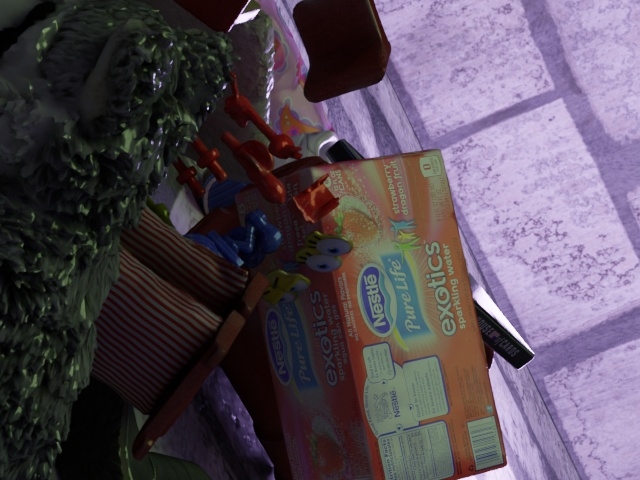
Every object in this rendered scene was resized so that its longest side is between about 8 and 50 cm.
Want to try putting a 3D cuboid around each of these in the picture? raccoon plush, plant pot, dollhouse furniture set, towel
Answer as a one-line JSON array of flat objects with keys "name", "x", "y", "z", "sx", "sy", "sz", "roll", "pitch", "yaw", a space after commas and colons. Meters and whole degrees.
[{"name": "raccoon plush", "x": -0.145, "y": 0.055, "z": 1.119, "sx": 0.216, "sy": 0.299, "sz": 0.446, "roll": -78, "pitch": 144, "yaw": -69}, {"name": "plant pot", "x": -0.006, "y": 0.075, "z": 1.809, "sx": 0.265, "sy": 0.272, "sz": 0.272, "roll": 55, "pitch": 16, "yaw": -16}, {"name": "dollhouse furniture set", "x": -0.091, "y": -0.058, "z": 1.261, "sx": 0.201, "sy": 0.374, "sz": 0.152, "roll": 36, "pitch": 23, "yaw": -2}, {"name": "towel", "x": -0.159, "y": -0.175, "z": 1.560, "sx": 0.049, "sy": 0.282, "sz": 0.187, "roll": -46, "pitch": 153, "yaw": -35}]

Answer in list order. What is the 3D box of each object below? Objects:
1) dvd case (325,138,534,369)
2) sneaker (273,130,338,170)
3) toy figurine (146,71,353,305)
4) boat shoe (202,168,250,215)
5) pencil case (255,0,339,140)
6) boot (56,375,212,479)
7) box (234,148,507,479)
[{"name": "dvd case", "x": 0.111, "y": 0.014, "z": 1.771, "sx": 0.239, "sy": 0.029, "sz": 0.179, "roll": 54, "pitch": 9, "yaw": 34}, {"name": "sneaker", "x": 0.000, "y": 0.000, "z": 2.159, "sx": 0.114, "sy": 0.152, "sz": 0.305, "roll": 42, "pitch": 29, "yaw": -67}, {"name": "toy figurine", "x": -0.157, "y": 0.033, "z": 1.521, "sx": 0.191, "sy": 0.217, "sz": 0.362, "roll": 53, "pitch": -31, "yaw": 1}, {"name": "boat shoe", "x": -0.105, "y": -0.058, "z": 2.042, "sx": 0.183, "sy": 0.066, "sz": 0.066, "roll": 62, "pitch": 4, "yaw": -69}, {"name": "pencil case", "x": -0.082, "y": -0.219, "z": 2.282, "sx": 0.284, "sy": 0.124, "sz": 0.124, "roll": 62, "pitch": 13, "yaw": -18}, {"name": "boot", "x": -0.140, "y": 0.181, "z": 1.440, "sx": 0.208, "sy": 0.076, "sz": 0.190, "roll": 19, "pitch": 62, "yaw": -65}, {"name": "box", "x": 0.043, "y": 0.081, "z": 1.612, "sx": 0.154, "sy": 0.142, "sz": 0.300, "roll": -10, "pitch": 87, "yaw": -34}]
